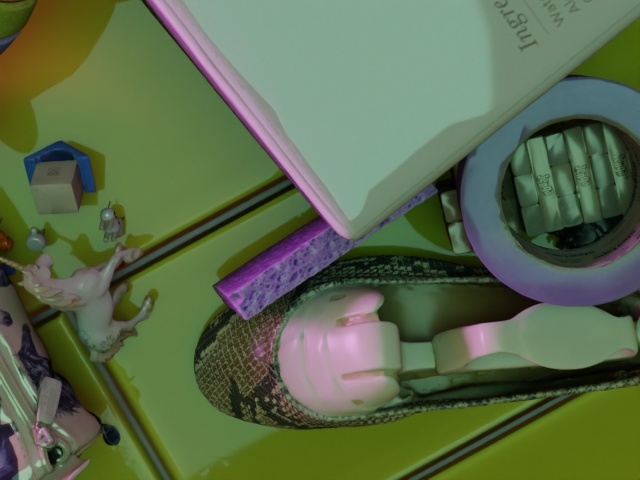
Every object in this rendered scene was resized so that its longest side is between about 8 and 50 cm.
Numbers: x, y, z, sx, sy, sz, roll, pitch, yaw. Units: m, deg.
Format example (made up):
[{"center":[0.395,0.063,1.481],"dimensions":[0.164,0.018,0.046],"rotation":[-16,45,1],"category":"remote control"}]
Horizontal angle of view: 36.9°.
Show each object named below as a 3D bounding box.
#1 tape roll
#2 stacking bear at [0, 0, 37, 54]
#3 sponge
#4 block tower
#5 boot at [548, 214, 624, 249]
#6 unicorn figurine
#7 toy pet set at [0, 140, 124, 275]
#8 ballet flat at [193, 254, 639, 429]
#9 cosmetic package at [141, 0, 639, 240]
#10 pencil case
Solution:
[{"center":[0.211,-0.044,0.809],"dimensions":[0.189,0.080,0.188],"rotation":[1,102,5],"category":"tape roll"},{"center":[-0.283,-0.237,0.753],"dimensions":[0.175,0.164,0.289],"rotation":[33,121,-23],"category":"stacking bear"},{"center":[0.000,0.000,0.888],"dimensions":[0.210,0.117,0.031],"rotation":[-34,98,-12],"category":"sponge"},{"center":[0.275,-0.073,0.883],"dimensions":[0.336,0.097,0.090],"rotation":[-14,100,6],"category":"block tower"},{"center":[0.268,-0.053,0.957],"dimensions":[0.121,0.045,0.099],"rotation":[-37,95,7],"category":"boot"},{"center":[-0.212,0.050,0.887],"dimensions":[0.111,0.060,0.161],"rotation":[-45,126,-39],"category":"unicorn figurine"},{"center":[-0.254,-0.032,0.928],"dimensions":[0.122,0.065,0.114],"rotation":[-3,131,-1],"category":"toy pet set"},{"center":[0.118,0.090,0.892],"dimensions":[0.483,0.182,0.163],"rotation":[-4,88,-3],"category":"ballet flat"},{"center":[0.062,-0.254,0.780],"dimensions":[0.394,0.329,0.327],"rotation":[-39,98,0],"category":"cosmetic package"},{"center":[-0.351,0.056,0.861],"dimensions":[0.184,0.160,0.410],"rotation":[-25,98,37],"category":"pencil case"}]
